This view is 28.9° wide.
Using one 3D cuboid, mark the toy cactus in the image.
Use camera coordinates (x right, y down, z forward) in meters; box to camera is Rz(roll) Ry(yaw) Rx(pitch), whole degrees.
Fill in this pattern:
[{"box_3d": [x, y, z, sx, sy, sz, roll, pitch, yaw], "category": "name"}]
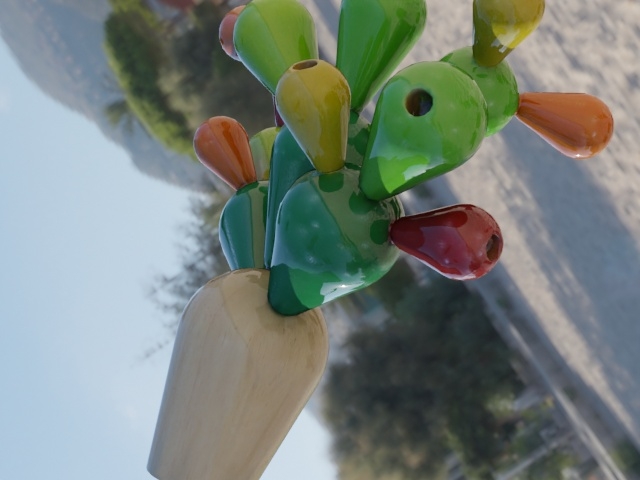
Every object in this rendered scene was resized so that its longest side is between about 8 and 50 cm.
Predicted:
[{"box_3d": [0.000, 0.000, 0.413, 0.112, 0.180, 0.219, 24, 175, -24], "category": "toy cactus"}]
